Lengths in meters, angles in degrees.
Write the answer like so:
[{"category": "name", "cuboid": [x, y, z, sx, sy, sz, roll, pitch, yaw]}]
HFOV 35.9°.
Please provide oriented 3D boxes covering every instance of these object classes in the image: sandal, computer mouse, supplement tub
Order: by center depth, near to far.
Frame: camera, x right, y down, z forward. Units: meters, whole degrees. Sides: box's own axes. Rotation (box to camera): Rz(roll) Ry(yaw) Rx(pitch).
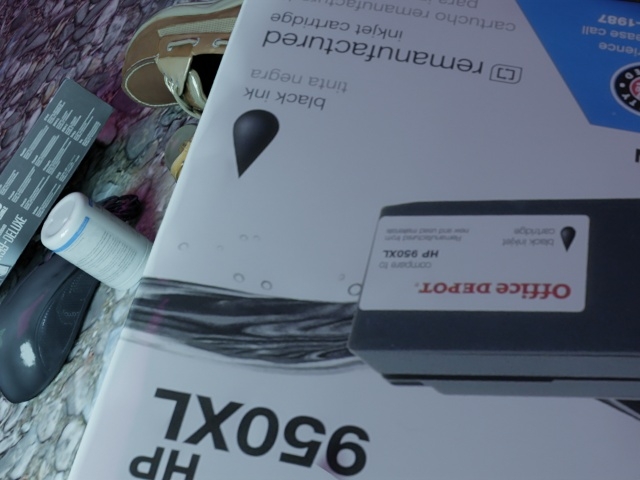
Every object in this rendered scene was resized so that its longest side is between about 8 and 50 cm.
[{"category": "sandal", "cuboid": [-0.132, -0.094, 1.087, 0.090, 0.060, 0.219, -51, 33, 0]}, {"category": "supplement tub", "cuboid": [-0.245, 0.002, 1.089, 0.071, 0.107, 0.071, -31, 38, 28]}, {"category": "computer mouse", "cuboid": [-0.326, 0.058, 1.165, 0.189, 0.072, 0.272, -16, 47, 41]}]

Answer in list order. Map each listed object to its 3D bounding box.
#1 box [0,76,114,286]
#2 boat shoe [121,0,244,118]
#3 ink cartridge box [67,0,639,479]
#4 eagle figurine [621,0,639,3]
[{"category": "box", "cuboid": [-0.398, -0.049, 1.291, 0.307, 0.077, 0.242, -60, 17, -13]}, {"category": "boat shoe", "cuboid": [-0.134, -0.203, 1.144, 0.324, 0.123, 0.116, -12, 52, 46]}, {"category": "ink cartridge box", "cuboid": [0.061, 0.066, 0.491, 0.286, 0.166, 0.394, 10, 59, 8]}, {"category": "eagle figurine", "cuboid": [0.141, -0.239, 0.683, 0.225, 0.298, 0.226, -34, 37, 26]}]
